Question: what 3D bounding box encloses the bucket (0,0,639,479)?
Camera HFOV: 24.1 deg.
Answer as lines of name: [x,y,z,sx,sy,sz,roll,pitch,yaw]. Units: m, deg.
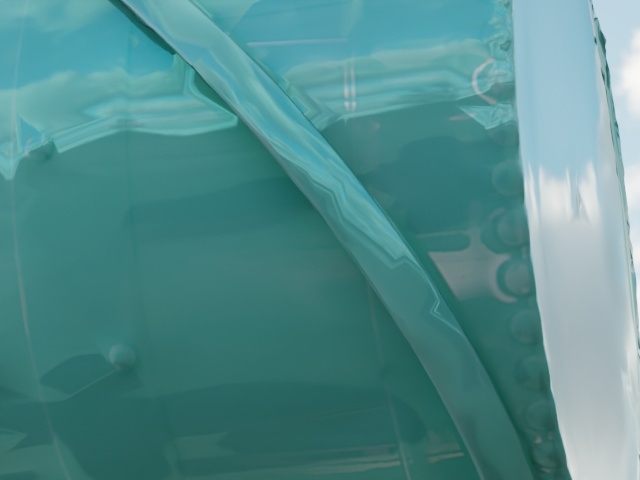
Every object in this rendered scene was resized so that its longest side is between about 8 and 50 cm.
bucket: [0.000,0.000,0.501,0.183,0.281,0.281,-7,-31,18]
